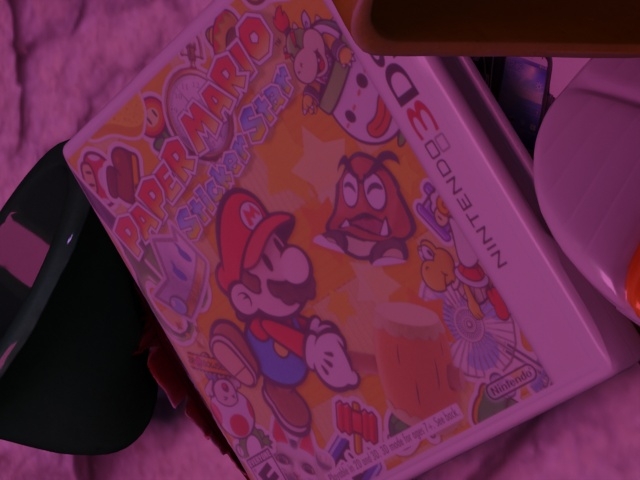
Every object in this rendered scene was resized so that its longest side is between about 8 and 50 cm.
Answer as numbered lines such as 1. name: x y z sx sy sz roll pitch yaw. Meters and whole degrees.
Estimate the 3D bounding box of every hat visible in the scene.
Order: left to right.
1. hat: -0.090 0.075 0.938 0.173 0.184 0.208 -43 26 38

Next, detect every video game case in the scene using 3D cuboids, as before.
1. video game case: 0.000 0.000 0.757 0.227 0.026 0.206 -36 83 49

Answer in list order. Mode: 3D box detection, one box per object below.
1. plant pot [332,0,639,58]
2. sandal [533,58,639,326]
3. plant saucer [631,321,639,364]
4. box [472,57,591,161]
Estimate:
1. plant pot: 0.086 -0.192 0.549 0.187 0.212 0.212 54 135 40
2. sandal: 0.178 0.035 0.574 0.265 0.102 0.076 35 161 22
3. plant saucer: 0.138 0.028 0.673 0.083 0.015 0.083 14 109 46
4. box: 0.092 -0.053 0.698 0.081 0.028 0.136 38 123 37
